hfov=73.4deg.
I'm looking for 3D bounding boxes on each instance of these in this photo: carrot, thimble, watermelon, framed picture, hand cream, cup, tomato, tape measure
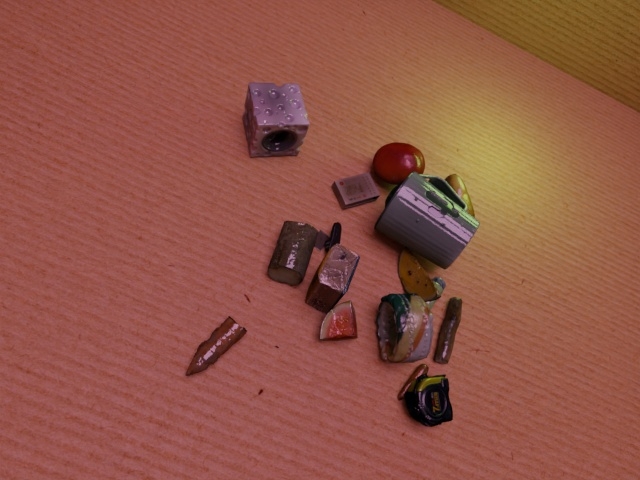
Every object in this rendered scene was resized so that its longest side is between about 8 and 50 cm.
[{"bbox_3d":[0.381,0.583,1.767,0.047,0.047,0.191,46,63,6],"label":"carrot"},{"bbox_3d":[0.336,0.358,1.739,0.167,0.254,0.289,3,92,-13],"label":"thimble"},{"bbox_3d":[0.437,0.170,1.914,0.122,0.129,0.301,-14,46,-15],"label":"watermelon"},{"bbox_3d":[0.000,0.000,1.930,0.066,0.007,0.089,40,61,2],"label":"framed picture"},{"bbox_3d":[0.507,0.240,1.965,0.095,0.046,0.175,43,68,3],"label":"hand cream"},{"bbox_3d":[0.493,-0.121,1.925,0.392,0.310,0.401,35,85,9],"label":"cup"},{"bbox_3d":[0.388,-0.384,2.108,0.259,0.180,0.260,7,30,-4],"label":"tomato"},{"bbox_3d":[-0.391,0.396,1.574,0.102,0.102,0.263,42,62,4],"label":"carrot"},{"bbox_3d":[0.425,0.629,1.705,0.186,0.112,0.199,6,68,-29],"label":"tape measure"},{"bbox_3d":[0.072,0.344,1.726,0.145,0.193,0.137,-10,25,7],"label":"watermelon"}]

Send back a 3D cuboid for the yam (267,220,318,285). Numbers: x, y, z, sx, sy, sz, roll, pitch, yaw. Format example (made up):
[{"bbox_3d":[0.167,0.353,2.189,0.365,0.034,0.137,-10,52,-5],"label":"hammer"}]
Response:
[{"bbox_3d":[-0.112,0.041,1.793,0.161,0.161,0.268,21,64,-8],"label":"yam"}]

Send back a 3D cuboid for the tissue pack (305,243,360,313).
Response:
[{"bbox_3d":[0.041,0.156,1.724,0.133,0.271,0.192,26,60,-1],"label":"tissue pack"}]

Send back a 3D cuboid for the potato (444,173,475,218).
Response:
[{"bbox_3d":[0.676,-0.177,2.136,0.140,0.173,0.301,-9,76,-16],"label":"potato"}]

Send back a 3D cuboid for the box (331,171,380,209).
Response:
[{"bbox_3d":[0.170,-0.239,2.065,0.201,0.058,0.141,-18,73,-25],"label":"box"}]

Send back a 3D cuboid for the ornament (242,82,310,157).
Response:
[{"bbox_3d":[-0.212,-0.551,1.980,0.238,0.240,0.240,-6,67,-20],"label":"ornament"}]

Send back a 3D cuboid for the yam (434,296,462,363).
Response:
[{"bbox_3d":[0.571,0.394,1.901,0.071,0.067,0.318,42,56,-28],"label":"yam"}]

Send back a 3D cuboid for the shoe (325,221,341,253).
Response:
[{"bbox_3d":[0.051,0.005,1.917,0.071,0.049,0.179,29,66,-46],"label":"shoe"}]
